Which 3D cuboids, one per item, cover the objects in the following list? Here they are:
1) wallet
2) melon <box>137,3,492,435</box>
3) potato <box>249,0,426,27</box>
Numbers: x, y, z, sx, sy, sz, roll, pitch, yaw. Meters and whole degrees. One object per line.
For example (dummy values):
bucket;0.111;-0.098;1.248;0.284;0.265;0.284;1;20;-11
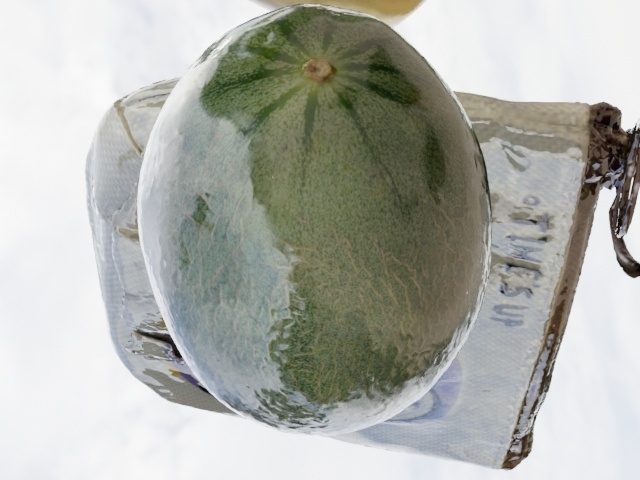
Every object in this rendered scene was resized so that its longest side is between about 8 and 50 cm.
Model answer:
wallet;0.014;0.028;0.651;0.335;0.274;0.068;93;-170;-54
melon;0.000;0.000;0.406;0.167;0.114;0.114;82;-171;-52
potato;-0.025;-0.218;0.805;0.150;0.234;0.146;-48;-24;-27
